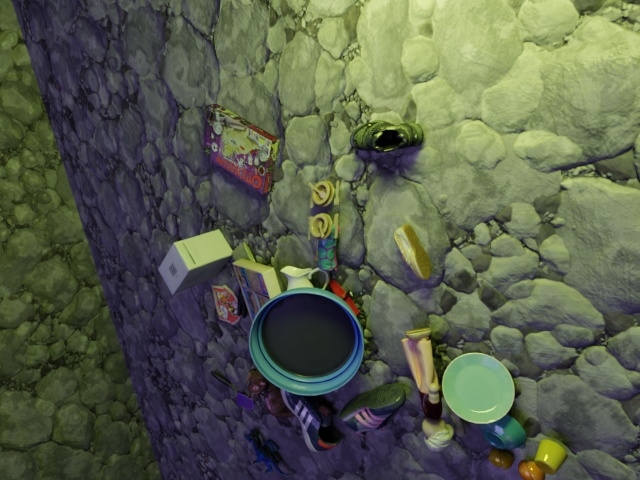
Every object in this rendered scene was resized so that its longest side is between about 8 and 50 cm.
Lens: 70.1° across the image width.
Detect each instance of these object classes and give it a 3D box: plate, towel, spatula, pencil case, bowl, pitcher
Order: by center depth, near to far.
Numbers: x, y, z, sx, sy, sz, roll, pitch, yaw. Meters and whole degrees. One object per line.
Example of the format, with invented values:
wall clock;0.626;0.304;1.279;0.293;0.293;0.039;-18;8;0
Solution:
plate;0.432;0.405;1.254;0.188;0.188;0.024;30;165;30
pencil case;0.028;0.023;1.510;0.070;0.064;0.152;11;116;15
bowl;-0.045;0.340;1.554;0.390;0.077;0.392;2;106;5
pitcher;-0.044;0.195;1.615;0.177;0.125;0.207;-4;102;20
towel;-0.303;0.089;1.859;0.110;0.027;0.148;-31;84;43
spatula;-0.434;0.723;2.221;0.296;0.030;0.084;30;127;29

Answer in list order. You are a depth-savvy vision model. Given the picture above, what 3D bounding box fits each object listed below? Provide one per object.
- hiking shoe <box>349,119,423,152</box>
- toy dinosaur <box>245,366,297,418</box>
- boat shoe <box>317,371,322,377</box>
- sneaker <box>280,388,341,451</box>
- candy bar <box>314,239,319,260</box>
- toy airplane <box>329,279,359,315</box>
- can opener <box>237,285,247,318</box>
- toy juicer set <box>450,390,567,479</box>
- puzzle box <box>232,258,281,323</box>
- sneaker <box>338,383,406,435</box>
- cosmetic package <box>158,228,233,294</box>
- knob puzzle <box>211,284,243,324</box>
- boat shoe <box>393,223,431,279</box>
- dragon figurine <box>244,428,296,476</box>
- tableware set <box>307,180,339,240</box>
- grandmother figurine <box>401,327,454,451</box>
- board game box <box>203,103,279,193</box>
hiking shoe;0.158;-0.283;1.239;0.226;0.114;0.086;4;108;41
toy dinosaur;-0.192;0.631;1.851;0.127;0.200;0.296;-36;82;44
boat shoe;-0.038;0.382;1.708;0.285;0.089;0.104;61;158;8
sneaker;-0.027;0.651;1.775;0.148;0.131;0.350;-24;96;37
candy bar;0.000;0.000;1.559;0.040;0.018;0.162;20;120;35
toy airplane;0.063;0.211;1.578;0.151;0.028;0.151;17;116;38
can opener;-0.330;0.256;1.925;0.059;0.073;0.186;32;132;20
toy juicer set;0.502;0.548;1.292;0.329;0.089;0.209;29;142;30
puzzle box;-0.206;0.280;1.759;0.272;0.052;0.409;8;118;55
sneaker;0.204;0.588;1.565;0.131;0.112;0.319;46;136;-4
cosmetic package;-0.524;0.088;1.917;0.138;0.224;0.224;57;133;12
knob puzzle;-0.417;0.292;2.038;0.213;0.030;0.213;16;116;37
boat shoe;0.262;0.039;1.315;0.059;0.063;0.170;-32;75;47
dragon figurine;-0.247;0.992;2.121;0.289;0.085;0.144;18;118;37
tableware set;-0.002;-0.099;1.457;0.128;0.039;0.194;-5;79;42
grandmother figurine;0.314;0.435;1.335;0.103;0.208;0.343;-11;82;17
board game box;-0.300;-0.341;1.676;0.346;0.056;0.208;33;130;28
